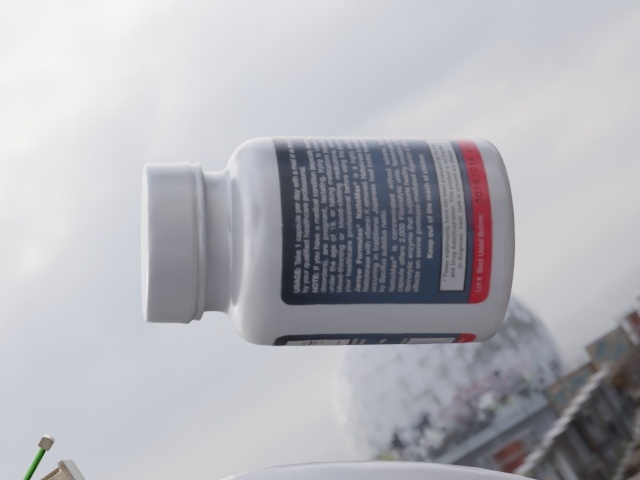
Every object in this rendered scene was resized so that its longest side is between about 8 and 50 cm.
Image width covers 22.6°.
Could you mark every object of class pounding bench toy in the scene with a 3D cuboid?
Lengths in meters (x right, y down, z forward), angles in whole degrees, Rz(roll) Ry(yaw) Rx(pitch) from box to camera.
[{"bbox_3d":[-0.250,0.226,1.449,0.065,0.083,0.052,-34,-7,-2],"label":"pounding bench toy"}]

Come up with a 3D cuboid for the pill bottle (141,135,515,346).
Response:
[{"bbox_3d":[0.000,0.000,0.818,0.180,0.108,0.108,0,-13,-9],"label":"pill bottle"}]

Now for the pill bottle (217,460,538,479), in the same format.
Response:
[{"bbox_3d":[0.019,0.295,0.548,0.224,0.392,0.224,5,-32,3],"label":"pill bottle"}]
